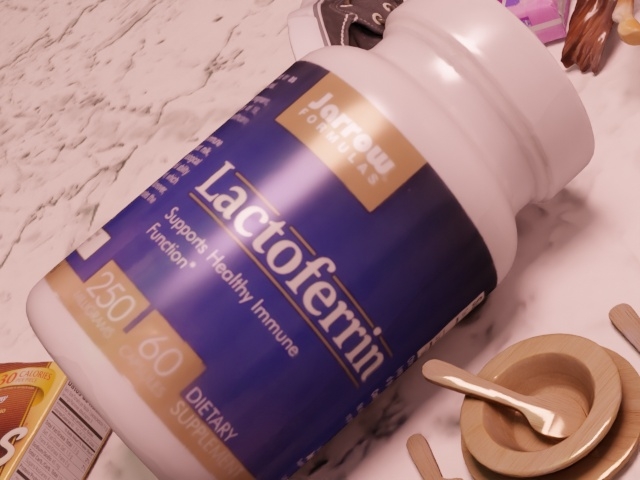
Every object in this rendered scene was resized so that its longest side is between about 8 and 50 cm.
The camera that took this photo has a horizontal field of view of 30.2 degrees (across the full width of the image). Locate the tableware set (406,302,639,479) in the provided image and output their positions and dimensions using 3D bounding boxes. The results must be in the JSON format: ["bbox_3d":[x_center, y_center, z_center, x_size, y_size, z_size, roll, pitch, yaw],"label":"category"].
[{"bbox_3d":[0.112,0.099,0.482,0.128,0.039,0.194,-33,35,3],"label":"tableware set"}]

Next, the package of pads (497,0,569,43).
[{"bbox_3d":[0.119,-0.145,0.764,0.083,0.032,0.050,-12,39,30],"label":"package of pads"}]

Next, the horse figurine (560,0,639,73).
[{"bbox_3d":[0.254,-0.175,0.659,0.263,0.066,0.175,-11,48,28],"label":"horse figurine"}]

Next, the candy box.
[{"bbox_3d":[-0.203,0.156,0.669,0.109,0.053,0.187,-6,43,36],"label":"candy box"}]

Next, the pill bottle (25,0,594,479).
[{"bbox_3d":[0.000,0.000,0.591,0.264,0.153,0.153,-42,36,-8],"label":"pill bottle"}]

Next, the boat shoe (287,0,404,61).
[{"bbox_3d":[0.030,-0.124,0.758,0.076,0.080,0.228,-19,17,10],"label":"boat shoe"}]
